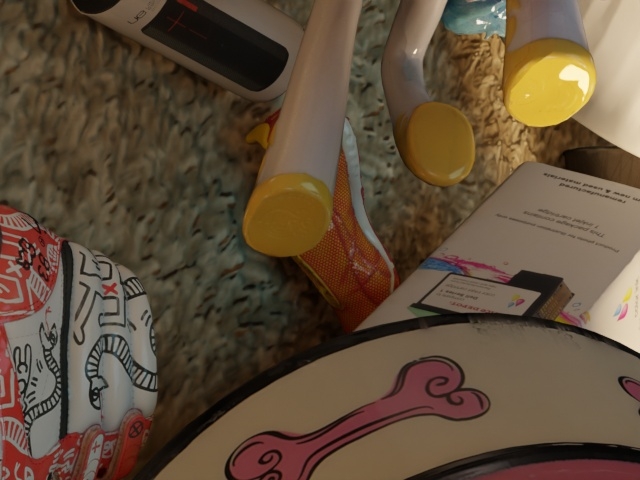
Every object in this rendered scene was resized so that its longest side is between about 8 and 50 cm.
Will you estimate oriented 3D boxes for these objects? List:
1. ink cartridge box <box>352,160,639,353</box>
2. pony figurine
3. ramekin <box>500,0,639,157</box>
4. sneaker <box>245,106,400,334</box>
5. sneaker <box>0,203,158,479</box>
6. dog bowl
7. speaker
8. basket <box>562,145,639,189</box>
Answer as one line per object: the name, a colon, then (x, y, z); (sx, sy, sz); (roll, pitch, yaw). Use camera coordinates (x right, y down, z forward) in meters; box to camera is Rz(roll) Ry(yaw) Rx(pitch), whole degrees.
ink cartridge box: (0.107, 0.109, 1.000); (0.278, 0.117, 0.201); (-42, 140, -45)
pony figurine: (0.057, -0.218, 0.799); (0.303, 0.351, 0.363); (13, 47, -16)
ramekin: (0.253, -0.164, 1.134); (0.277, 0.277, 0.135); (-27, 151, -49)
sneaker: (0.000, 0.000, 0.980); (0.067, 0.064, 0.175); (-29, 113, -20)
sneaker: (-0.147, 0.119, 0.748); (0.145, 0.090, 0.270); (23, 67, -46)
dog bowl: (0.074, 0.249, 0.797); (0.408, 0.150, 0.408); (-7, 112, -18)
speaker: (-0.070, -0.122, 0.893); (0.136, 0.055, 0.055); (25, 68, -48)
basket: (0.259, 0.052, 1.220); (0.204, 0.154, 0.227); (6, 86, -49)
